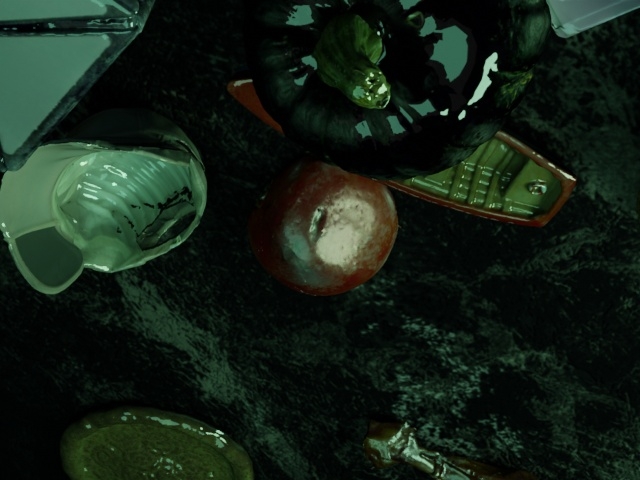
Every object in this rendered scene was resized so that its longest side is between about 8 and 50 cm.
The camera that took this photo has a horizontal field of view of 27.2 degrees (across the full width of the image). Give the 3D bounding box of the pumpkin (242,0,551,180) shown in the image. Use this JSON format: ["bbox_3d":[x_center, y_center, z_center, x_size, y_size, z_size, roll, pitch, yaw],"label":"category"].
[{"bbox_3d":[0.050,-0.194,1.233,0.296,0.296,0.296,6,133,7],"label":"pumpkin"}]

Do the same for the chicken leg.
[{"bbox_3d":[0.194,0.327,1.832,0.304,0.093,0.113,31,113,-6],"label":"chicken leg"}]

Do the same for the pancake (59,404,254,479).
[{"bbox_3d":[-0.247,0.338,1.963,0.288,0.033,0.286,28,131,-14],"label":"pancake"}]

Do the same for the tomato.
[{"bbox_3d":[0.000,0.000,1.557,0.173,0.099,0.189,32,129,-14],"label":"tomato"}]

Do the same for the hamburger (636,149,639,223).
[{"bbox_3d":[0.451,-0.004,1.358,0.285,0.265,0.134,23,97,16],"label":"hamburger"}]

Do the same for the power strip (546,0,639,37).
[{"bbox_3d":[0.223,-0.317,1.261,0.109,0.037,0.279,-20,125,27],"label":"power strip"}]

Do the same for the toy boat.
[{"bbox_3d":[0.089,-0.120,1.442,0.392,0.079,0.136,21,135,-8],"label":"toy boat"}]

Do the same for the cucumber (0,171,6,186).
[{"bbox_3d":[-0.379,-0.050,1.618,0.293,0.067,0.067,32,130,-17],"label":"cucumber"}]

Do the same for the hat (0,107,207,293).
[{"bbox_3d":[-0.248,-0.062,1.462,0.232,0.275,0.161,-47,69,19],"label":"hat"}]

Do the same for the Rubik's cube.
[{"bbox_3d":[-0.306,-0.271,1.275,0.255,0.259,0.260,35,126,-21],"label":"Rubik's cube"}]
